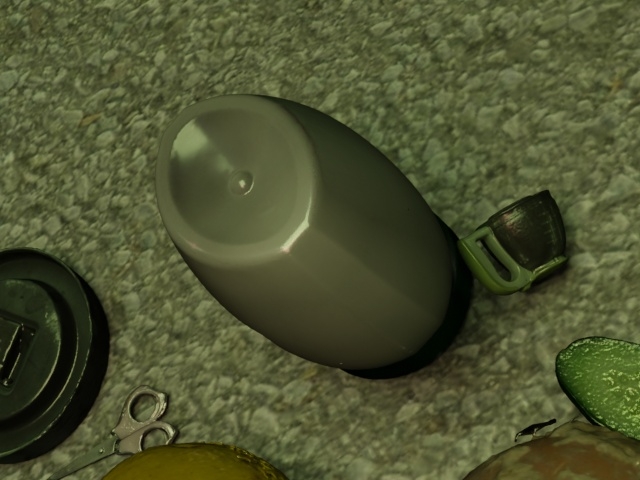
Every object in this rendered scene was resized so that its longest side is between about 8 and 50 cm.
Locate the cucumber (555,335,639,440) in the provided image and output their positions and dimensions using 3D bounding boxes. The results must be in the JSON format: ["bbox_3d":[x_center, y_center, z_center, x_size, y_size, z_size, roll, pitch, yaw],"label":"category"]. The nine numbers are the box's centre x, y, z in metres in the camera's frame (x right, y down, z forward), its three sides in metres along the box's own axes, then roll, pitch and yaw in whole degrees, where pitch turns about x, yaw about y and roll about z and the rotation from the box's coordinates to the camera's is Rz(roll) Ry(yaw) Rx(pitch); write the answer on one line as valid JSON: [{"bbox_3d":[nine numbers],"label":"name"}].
[{"bbox_3d":[0.346,0.173,1.254,0.244,0.063,0.115,33,78,31],"label":"cucumber"}]

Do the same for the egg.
[{"bbox_3d":[0.234,0.302,1.146,0.310,0.279,0.279,-23,59,44],"label":"egg"}]

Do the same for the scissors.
[{"bbox_3d":[-0.258,0.251,1.527,0.189,0.015,0.100,-29,63,12],"label":"scissors"}]

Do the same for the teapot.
[{"bbox_3d":[0.214,0.009,1.366,0.124,0.092,0.091,-29,81,-4],"label":"teapot"}]

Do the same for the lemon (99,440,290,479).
[{"bbox_3d":[-0.128,0.334,1.293,0.310,0.258,0.258,19,79,32],"label":"lemon"}]

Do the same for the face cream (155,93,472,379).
[{"bbox_3d":[0.000,0.000,1.304,0.219,0.357,0.312,-50,55,3],"label":"face cream"}]

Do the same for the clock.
[{"bbox_3d":[-0.398,0.148,1.609,0.280,0.055,0.280,-9,67,22],"label":"clock"}]
